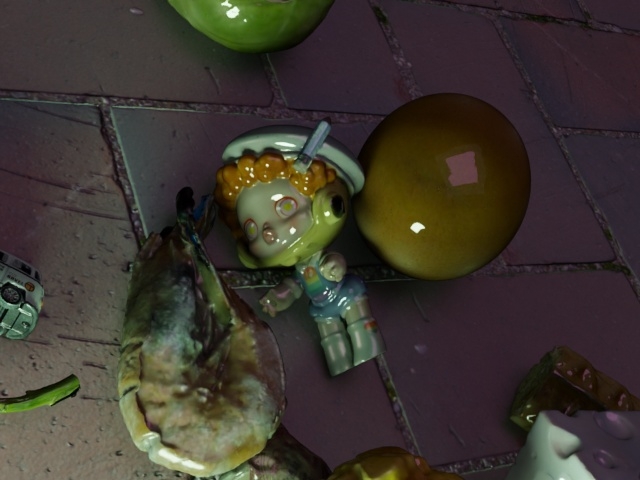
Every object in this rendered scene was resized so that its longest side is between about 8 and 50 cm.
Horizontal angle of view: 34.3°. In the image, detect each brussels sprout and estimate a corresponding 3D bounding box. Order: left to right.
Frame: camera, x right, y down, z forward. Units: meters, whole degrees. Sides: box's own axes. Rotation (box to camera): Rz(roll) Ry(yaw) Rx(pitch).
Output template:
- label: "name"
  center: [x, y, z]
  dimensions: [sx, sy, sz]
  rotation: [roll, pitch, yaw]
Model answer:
- label: "brussels sprout"
  center: [-0.113, -0.472, 1.787]
  dimensions: [0.328, 0.247, 0.328]
  rotation: [19, 50, -25]

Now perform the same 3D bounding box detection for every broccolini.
- label: "broccolini"
  center: [-0.421, 0.147, 1.227]
  dimensions: [0.272, 0.062, 0.123]
  rotation: [7, 69, -23]

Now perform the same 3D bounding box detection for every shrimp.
- label: "shrimp"
  center: [-0.160, 0.107, 1.388]
  dimensions: [0.221, 0.110, 0.445]
  rotation: [4, 51, -16]

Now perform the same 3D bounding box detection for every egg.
- label: "egg"
  center: [0.195, -0.090, 1.667]
  dimensions: [0.282, 0.282, 0.351]
  rotation: [38, 37, -3]

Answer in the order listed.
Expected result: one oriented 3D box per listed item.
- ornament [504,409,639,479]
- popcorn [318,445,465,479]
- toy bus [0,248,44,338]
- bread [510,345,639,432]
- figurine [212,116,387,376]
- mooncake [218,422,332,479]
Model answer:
- label: "ornament"
  center: [0.403, 0.395, 1.401]
  dimensions: [0.239, 0.239, 0.240]
  rotation: [5, 30, -27]
- label: "popcorn"
  center: [0.062, 0.382, 1.235]
  dimensions: [0.332, 0.265, 0.225]
  rotation: [-17, 43, -21]
- label: "toy bus"
  center: [-0.433, 0.044, 1.283]
  dimensions: [0.194, 0.087, 0.089]
  rotation: [28, 42, -14]
- label: "bread"
  center: [0.439, 0.290, 1.650]
  dimensions: [0.268, 0.130, 0.152]
  rotation: [34, 81, -7]
- label: "figurine"
  center: [-0.022, 0.014, 1.550]
  dimensions: [0.205, 0.225, 0.381]
  rotation: [-13, 91, -52]
- label: "mooncake"
  center: [-0.051, 0.305, 1.347]
  dimensions: [0.130, 0.073, 0.125]
  rotation: [42, 43, -1]
